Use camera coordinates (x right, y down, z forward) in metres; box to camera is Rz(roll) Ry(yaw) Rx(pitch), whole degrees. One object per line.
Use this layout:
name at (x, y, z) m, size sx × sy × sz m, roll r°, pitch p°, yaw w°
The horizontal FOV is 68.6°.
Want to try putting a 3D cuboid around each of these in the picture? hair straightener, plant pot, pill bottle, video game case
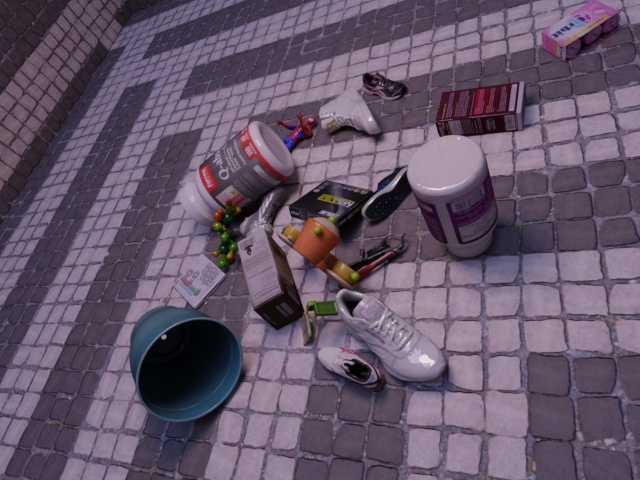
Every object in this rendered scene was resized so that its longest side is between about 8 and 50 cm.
hair straightener at (0.131, 0.040, 1.282) m, size 0.230 × 0.047 × 0.089 m, roll -36°, pitch 47°, yaw 9°
plant pot at (-0.387, 0.299, 1.261) m, size 0.272 × 0.272 × 0.255 m, roll -53°, pitch 34°, yaw -14°
pill bottle at (-0.283, -0.210, 1.565) m, size 0.362 × 0.210 × 0.210 m, roll -34°, pitch 47°, yaw 19°
pill bottle at (0.321, -0.087, 1.100) m, size 0.169 × 0.301 × 0.169 m, roll -14°, pitch 53°, yaw 19°
video game case at (-0.395, 0.130, 1.530) m, size 0.143 × 0.019 × 0.157 m, roll -49°, pitch 49°, yaw -10°

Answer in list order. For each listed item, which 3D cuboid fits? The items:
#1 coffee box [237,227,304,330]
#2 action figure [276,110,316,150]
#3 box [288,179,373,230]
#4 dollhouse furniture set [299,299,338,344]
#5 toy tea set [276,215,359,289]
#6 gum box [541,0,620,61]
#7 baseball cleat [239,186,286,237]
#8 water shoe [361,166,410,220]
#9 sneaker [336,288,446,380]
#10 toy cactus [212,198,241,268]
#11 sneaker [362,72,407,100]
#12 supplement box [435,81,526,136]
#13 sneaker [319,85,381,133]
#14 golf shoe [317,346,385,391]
coffee box at (-0.142, 0.107, 1.327) m, size 0.098 × 0.141 × 0.247 m, roll -29°, pitch 50°, yaw 7°
action figure at (-0.133, -0.370, 1.672) m, size 0.280 × 0.139 × 0.091 m, roll -43°, pitch 49°, yaw -8°
box at (0.033, -0.110, 1.404) m, size 0.190 × 0.045 × 0.184 m, roll 19°, pitch 41°, yaw 37°
dollhouse furniture set at (-0.006, 0.205, 1.215) m, size 0.058 × 0.152 × 0.076 m, roll 0°, pitch 53°, yaw -20°
toy tea set at (0.000, 0.000, 1.245) m, size 0.124 × 0.200 × 0.336 m, roll -53°, pitch 25°, yaw -3°
gum box at (0.776, -0.627, 1.397) m, size 0.188 × 0.062 × 0.107 m, roll -32°, pitch 48°, yaw 5°
baseball cleat at (-0.170, -0.078, 1.533) m, size 0.206 × 0.072 × 0.109 m, roll -48°, pitch 56°, yaw 2°
water shoe at (0.192, -0.135, 1.377) m, size 0.203 × 0.073 × 0.080 m, roll -42°, pitch 26°, yaw -9°
sneaker at (0.145, 0.214, 1.083) m, size 0.305 × 0.152 × 0.114 m, roll 29°, pitch 69°, yaw 39°
toy cactus at (-0.296, -0.025, 1.515) m, size 0.112 × 0.219 × 0.180 m, roll -4°, pitch 8°, yaw -11°
sneaker at (0.213, -0.544, 1.639) m, size 0.178 × 0.077 × 0.072 m, roll 19°, pitch 69°, yaw 36°
supplement box at (0.471, -0.383, 1.384) m, size 0.239 × 0.073 × 0.130 m, roll 2°, pitch 58°, yaw 29°
sneaker at (0.091, -0.407, 1.599) m, size 0.169 × 0.108 × 0.293 m, roll -31°, pitch 38°, yaw 8°
golf shoe at (0.064, 0.292, 1.117) m, size 0.186 × 0.086 × 0.068 m, roll 15°, pitch 67°, yaw 37°
